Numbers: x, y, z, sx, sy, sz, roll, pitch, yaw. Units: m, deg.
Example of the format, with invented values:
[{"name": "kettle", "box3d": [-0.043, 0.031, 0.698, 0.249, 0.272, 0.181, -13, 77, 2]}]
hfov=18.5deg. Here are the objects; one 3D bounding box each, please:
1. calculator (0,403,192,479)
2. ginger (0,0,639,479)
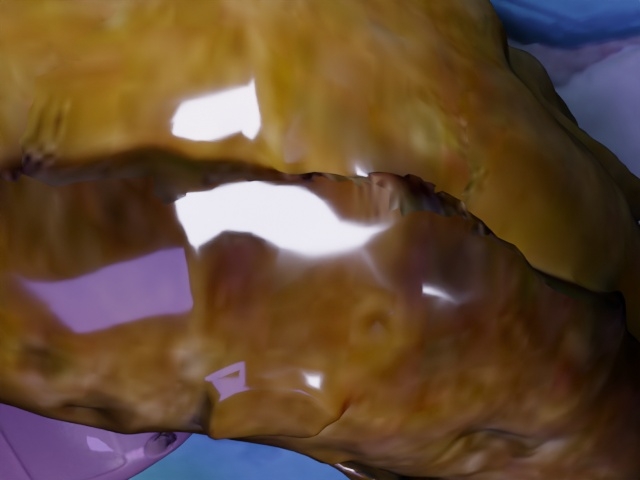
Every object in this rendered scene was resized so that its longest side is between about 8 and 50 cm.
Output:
[{"name": "calculator", "box3d": [-0.202, 0.050, 0.693, 0.294, 0.043, 0.194, -14, 126, 15]}, {"name": "ginger", "box3d": [0.000, 0.000, 0.568, 0.321, 0.165, 0.172, 23, 104, -23]}]
